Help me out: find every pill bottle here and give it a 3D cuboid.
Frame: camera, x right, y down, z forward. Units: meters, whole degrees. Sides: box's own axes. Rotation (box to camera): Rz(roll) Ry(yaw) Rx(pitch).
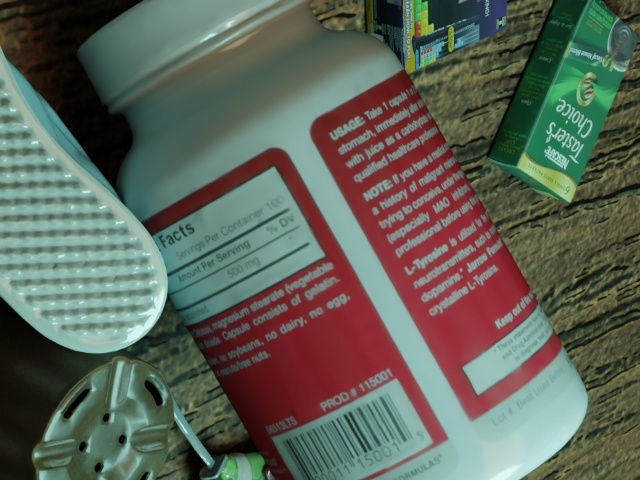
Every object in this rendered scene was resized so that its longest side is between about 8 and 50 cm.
[{"bbox_3d":[0.000,0.000,1.362,0.229,0.229,0.408,-32,94,-37],"label":"pill bottle"}]

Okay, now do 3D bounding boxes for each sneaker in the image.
[{"bbox_3d":[-0.250,-0.077,1.253,0.135,0.150,0.366,-38,112,-10],"label":"sneaker"}]

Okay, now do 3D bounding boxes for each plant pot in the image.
[{"bbox_3d":[-0.202,0.116,1.342,0.167,0.165,0.167,-22,121,-42],"label":"plant pot"}]

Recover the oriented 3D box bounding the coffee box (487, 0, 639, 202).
[{"bbox_3d":[0.236,-0.138,1.833,0.113,0.040,0.184,30,83,-51],"label":"coffee box"}]

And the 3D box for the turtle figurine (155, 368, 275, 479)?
[{"bbox_3d":[-0.001,0.198,1.561,0.198,0.266,0.275,-20,160,-5],"label":"turtle figurine"}]

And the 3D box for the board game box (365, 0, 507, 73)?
[{"bbox_3d":[0.099,-0.244,1.624,0.141,0.048,0.170,-27,125,-38],"label":"board game box"}]
